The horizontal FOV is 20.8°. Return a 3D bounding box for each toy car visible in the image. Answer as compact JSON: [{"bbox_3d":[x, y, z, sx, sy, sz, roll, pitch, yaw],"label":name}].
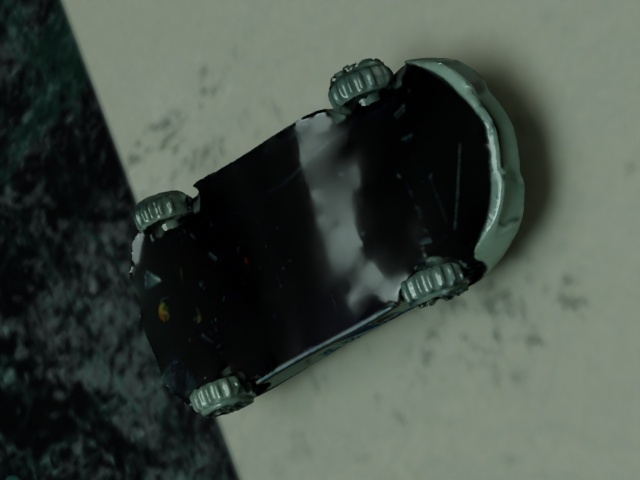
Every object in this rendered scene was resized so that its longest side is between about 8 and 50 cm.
[{"bbox_3d":[0.000,0.000,0.694,0.205,0.056,0.095,-30,72,34],"label":"toy car"}]

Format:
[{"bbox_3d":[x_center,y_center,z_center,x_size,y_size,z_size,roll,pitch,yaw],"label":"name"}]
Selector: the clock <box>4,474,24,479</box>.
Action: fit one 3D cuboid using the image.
[{"bbox_3d":[-0.137,0.219,0.818,0.159,0.066,0.211,30,111,36],"label":"clock"}]
